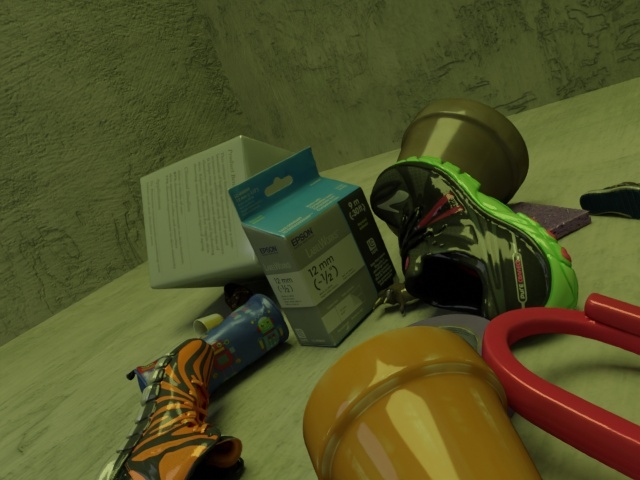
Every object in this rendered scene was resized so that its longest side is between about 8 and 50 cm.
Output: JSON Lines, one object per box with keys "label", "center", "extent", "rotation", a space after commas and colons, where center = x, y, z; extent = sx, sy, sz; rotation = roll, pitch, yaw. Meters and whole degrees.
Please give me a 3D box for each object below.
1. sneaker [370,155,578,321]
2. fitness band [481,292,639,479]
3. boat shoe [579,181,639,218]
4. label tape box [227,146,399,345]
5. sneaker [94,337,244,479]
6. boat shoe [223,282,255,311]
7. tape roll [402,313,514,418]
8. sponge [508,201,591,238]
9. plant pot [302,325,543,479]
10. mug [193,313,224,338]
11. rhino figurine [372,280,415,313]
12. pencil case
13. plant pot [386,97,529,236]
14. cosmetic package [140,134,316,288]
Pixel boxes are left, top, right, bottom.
{"label": "sneaker", "center": [0.205, -0.004, 0.870], "extent": [0.202, 0.185, 0.483], "rotation": [-31, 34, -9]}
{"label": "fitness band", "center": [0.312, 0.142, 0.507], "extent": [0.209, 0.054, 0.291], "rotation": [-27, 32, -35]}
{"label": "boat shoe", "center": [0.605, -0.088, 0.975], "extent": [0.066, 0.066, 0.183], "rotation": [-26, 15, -15]}
{"label": "label tape box", "center": [0.000, 0.000, 1.007], "extent": [0.115, 0.347, 0.249], "rotation": [-7, 22, 45]}
{"label": "sneaker", "center": [-0.186, 0.280, 0.751], "extent": [0.180, 0.124, 0.321], "rotation": [-10, 37, 21]}
{"label": "boat shoe", "center": [-0.209, 0.158, 1.310], "extent": [0.073, 0.073, 0.207], "rotation": [-29, 17, -26]}
{"label": "tape roll", "center": [0.160, 0.182, 0.663], "extent": [0.189, 0.080, 0.189], "rotation": [-21, 14, 6]}
{"label": "sponge", "center": [0.465, -0.041, 1.087], "extent": [0.117, 0.031, 0.210], "rotation": [-26, 16, -12]}
{"label": "plant pot", "center": [0.105, 0.214, 0.445], "extent": [0.205, 0.205, 0.188], "rotation": [-24, 30, -5]}
{"label": "mug", "center": [-0.268, 0.219, 1.236], "extent": [0.064, 0.078, 0.062], "rotation": [-26, -20, -47]}
{"label": "rhino figurine", "center": [0.207, 0.075, 0.983], "extent": [0.243, 0.073, 0.106], "rotation": [-27, 17, -9]}
{"label": "pencil case", "center": [-0.211, 0.227, 0.978], "extent": [0.306, 0.119, 0.133], "rotation": [-31, 4, -28]}
{"label": "plant pot", "center": [0.299, -0.134, 1.209], "extent": [0.323, 0.323, 0.280], "rotation": [-4, 40, 51]}
{"label": "cosmetic package", "center": [-0.239, -0.052, 1.392], "extent": [0.394, 0.329, 0.327], "rotation": [-13, -10, 32]}
